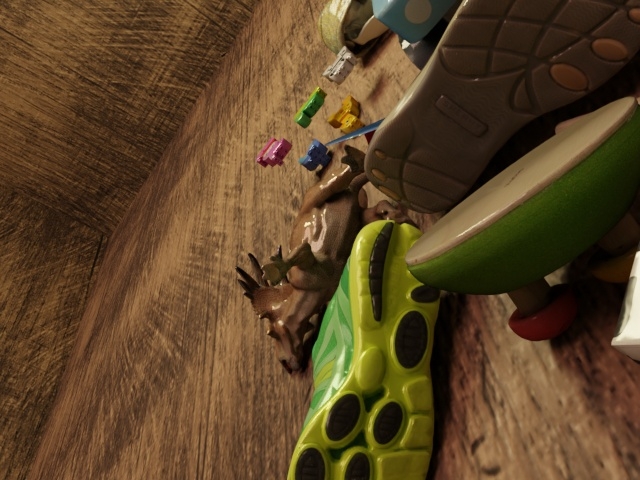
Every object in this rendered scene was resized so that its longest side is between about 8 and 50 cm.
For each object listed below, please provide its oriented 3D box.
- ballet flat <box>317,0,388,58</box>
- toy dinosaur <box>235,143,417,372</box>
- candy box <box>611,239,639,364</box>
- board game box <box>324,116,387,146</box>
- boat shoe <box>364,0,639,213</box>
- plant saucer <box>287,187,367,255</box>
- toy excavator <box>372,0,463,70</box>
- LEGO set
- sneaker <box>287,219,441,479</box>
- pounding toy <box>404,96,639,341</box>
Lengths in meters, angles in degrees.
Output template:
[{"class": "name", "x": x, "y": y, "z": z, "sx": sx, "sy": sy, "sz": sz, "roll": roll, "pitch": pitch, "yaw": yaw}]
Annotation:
[{"class": "ballet flat", "x": 0.126, "y": -0.437, "z": 1.100, "sx": 0.348, "sy": 0.123, "sz": 0.123, "roll": -49, "pitch": 24, "yaw": 26}, {"class": "toy dinosaur", "x": 0.000, "y": 0.000, "z": 0.811, "sx": 0.296, "sy": 0.127, "sz": 0.200, "roll": -61, "pitch": 14, "yaw": -15}, {"class": "candy box", "x": 0.242, "y": -0.043, "z": 0.305, "sx": 0.159, "sy": 0.071, "sz": 0.233, "roll": -16, "pitch": 45, "yaw": 62}, {"class": "board game box", "x": 0.089, "y": -0.129, "z": 0.811, "sx": 0.168, "sy": 0.033, "sz": 0.133, "roll": -27, "pitch": 12, "yaw": -26}, {"class": "boat shoe", "x": 0.164, "y": -0.171, "z": 0.615, "sx": 0.355, "sy": 0.132, "sz": 0.130, "roll": -43, "pitch": 15, "yaw": 43}, {"class": "plant saucer", "x": 0.002, "y": -0.008, "z": 0.933, "sx": 0.168, "sy": 0.029, "sz": 0.168, "roll": -47, "pitch": 25, "yaw": 30}, {"class": "toy excavator", "x": 0.052, "y": -0.339, "z": 0.657, "sx": 0.222, "sy": 0.445, "sz": 0.433, "roll": -47, "pitch": 25, "yaw": 33}, {"class": "LEGO set", "x": 0.010, "y": -0.180, "z": 1.059, "sx": 0.227, "sy": 0.087, "sz": 0.093, "roll": -52, "pitch": 25, "yaw": 5}, {"class": "sneaker", "x": 0.043, "y": 0.130, "z": 0.602, "sx": 0.123, "sy": 0.109, "sz": 0.296, "roll": 110, "pitch": 177, "yaw": -66}, {"class": "pounding toy", "x": 0.180, "y": -0.013, "z": 0.475, "sx": 0.237, "sy": 0.110, "sz": 0.183, "roll": -37, "pitch": 1, "yaw": -21}]
